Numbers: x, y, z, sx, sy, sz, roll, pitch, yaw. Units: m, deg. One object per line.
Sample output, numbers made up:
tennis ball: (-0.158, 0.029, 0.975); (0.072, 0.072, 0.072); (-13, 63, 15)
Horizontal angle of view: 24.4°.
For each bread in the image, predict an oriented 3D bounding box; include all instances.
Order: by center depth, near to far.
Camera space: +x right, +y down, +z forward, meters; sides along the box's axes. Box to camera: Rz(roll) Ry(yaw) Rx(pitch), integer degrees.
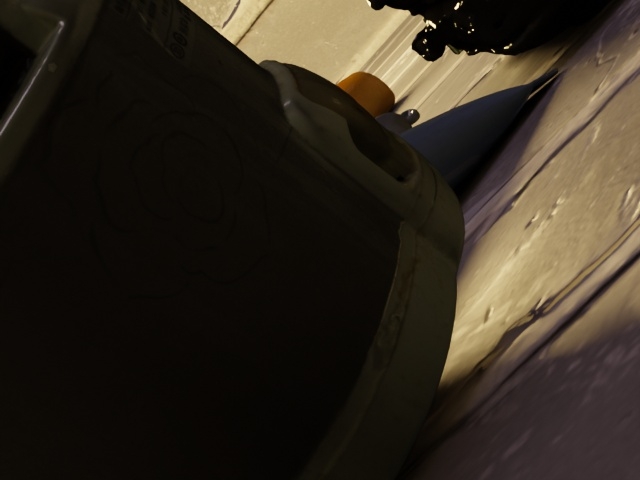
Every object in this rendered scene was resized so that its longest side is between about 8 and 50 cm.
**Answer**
bread: (-0.005, -0.107, 1.814); (0.239, 0.074, 0.092); (-51, 11, -16)

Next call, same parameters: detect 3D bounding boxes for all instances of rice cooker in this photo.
rice cooker: (-0.099, 0.031, 0.657); (0.288, 0.277, 0.288); (-43, 25, 26)

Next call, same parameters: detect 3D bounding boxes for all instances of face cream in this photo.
face cream: (0.000, 0.000, 0.941); (0.385, 0.086, 0.135); (-35, -3, -33)

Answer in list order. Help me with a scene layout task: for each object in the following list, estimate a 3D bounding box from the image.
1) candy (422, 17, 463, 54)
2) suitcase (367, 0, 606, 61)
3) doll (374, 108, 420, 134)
candy: (0.198, -0.294, 1.575); (0.194, 0.062, 0.097); (-45, 7, 28)
suitcase: (0.168, -0.287, 1.137); (0.339, 0.188, 0.345); (-51, 5, 5)
doll: (0.025, -0.034, 1.176); (0.180, 0.079, 0.094); (-56, 35, -7)
